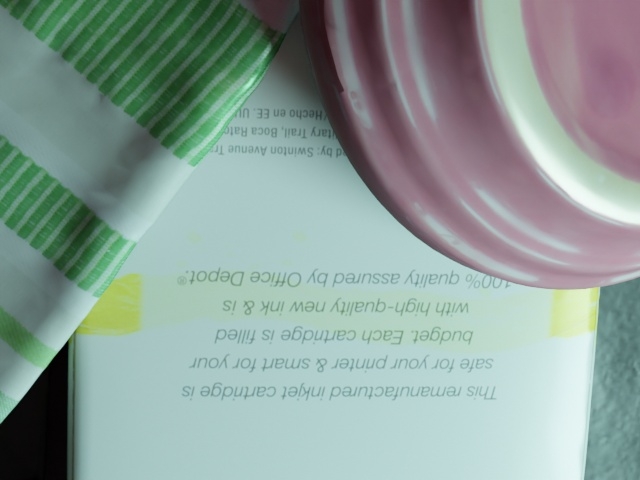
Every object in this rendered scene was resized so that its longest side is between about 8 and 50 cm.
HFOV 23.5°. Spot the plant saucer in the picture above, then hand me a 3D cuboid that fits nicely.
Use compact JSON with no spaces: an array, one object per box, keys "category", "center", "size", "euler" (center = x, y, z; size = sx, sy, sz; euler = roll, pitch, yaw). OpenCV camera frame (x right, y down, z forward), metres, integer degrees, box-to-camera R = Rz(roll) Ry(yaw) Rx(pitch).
[{"category":"plant saucer","center":[0.149,-0.134,0.712],"size":[0.332,0.084,0.332],"euler":[-9,107,-31]}]

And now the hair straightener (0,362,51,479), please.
[{"category":"hair straightener","center":[-0.187,0.164,0.894],"size":[0.047,0.089,0.230],"euler":[8,102,-13]}]

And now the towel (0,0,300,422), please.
[{"category":"towel","center":[-0.176,-0.082,0.727],"size":[0.248,0.038,0.325],"euler":[39,105,0]}]

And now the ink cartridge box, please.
[{"category":"ink cartridge box","center":[0.000,0.000,0.848],"size":[0.279,0.160,0.384],"euler":[1,101,-10]}]
